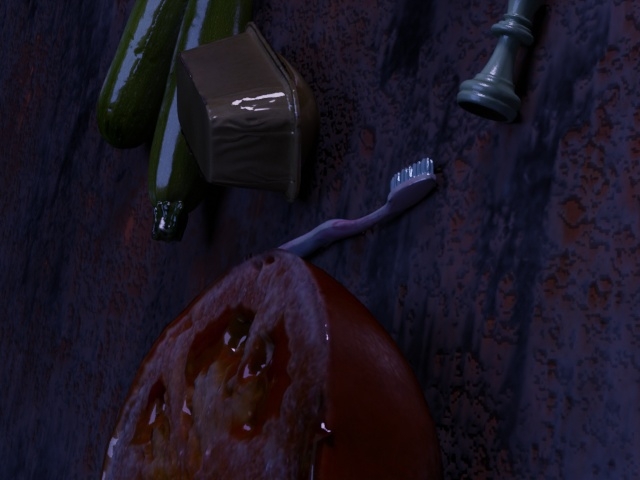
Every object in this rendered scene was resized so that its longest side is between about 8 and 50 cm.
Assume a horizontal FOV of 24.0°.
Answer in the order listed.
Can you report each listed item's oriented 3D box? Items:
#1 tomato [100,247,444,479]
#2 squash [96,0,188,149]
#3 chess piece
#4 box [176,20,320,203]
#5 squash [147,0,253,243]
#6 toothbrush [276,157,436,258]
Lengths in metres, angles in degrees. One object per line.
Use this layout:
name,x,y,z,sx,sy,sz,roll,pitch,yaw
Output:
tomato,-0.028,0.174,0.970,0.338,0.143,0.338,-39,40,44
squash,-0.148,-0.195,1.408,0.239,0.069,0.069,-65,32,15
chess piece,0.122,-0.126,0.976,0.042,0.042,0.093,10,77,59
box,-0.055,-0.104,1.195,0.111,0.111,0.177,-62,29,19
squash,-0.106,-0.118,1.303,0.066,0.066,0.252,4,79,58
toothbrush,0.000,0.000,1.123,0.269,0.021,0.027,-31,38,48
